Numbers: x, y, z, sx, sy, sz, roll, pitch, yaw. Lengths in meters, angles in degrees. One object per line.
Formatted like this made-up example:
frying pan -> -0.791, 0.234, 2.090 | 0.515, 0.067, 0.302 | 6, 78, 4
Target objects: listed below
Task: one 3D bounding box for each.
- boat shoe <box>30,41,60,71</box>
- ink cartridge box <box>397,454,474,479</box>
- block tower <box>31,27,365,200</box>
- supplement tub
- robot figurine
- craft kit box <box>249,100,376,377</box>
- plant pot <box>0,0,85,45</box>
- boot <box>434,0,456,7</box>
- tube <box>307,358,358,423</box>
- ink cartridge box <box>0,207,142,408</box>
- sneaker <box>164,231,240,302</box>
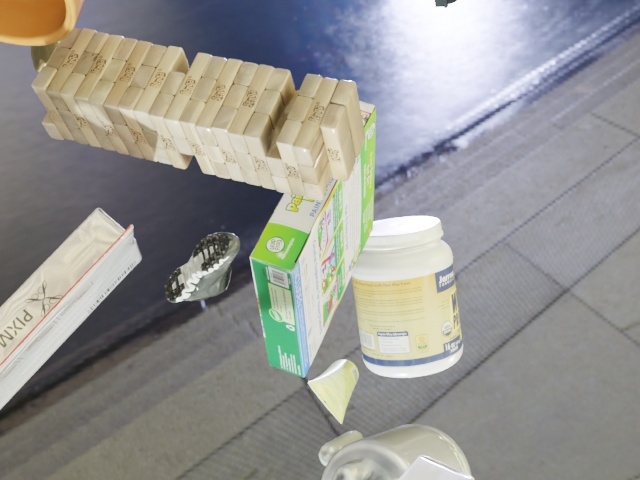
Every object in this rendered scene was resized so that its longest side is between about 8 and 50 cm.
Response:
boat shoe -> -0.400, -0.291, 1.390 | 0.049, 0.056, 0.152 | -18, 11, -28
ink cartridge box -> 0.137, 0.388, 1.084 | 0.160, 0.219, 0.092 | -42, 31, -25
block tower -> -0.130, -0.132, 0.937 | 0.335, 0.097, 0.091 | 13, 61, 17
supplement tub -> 0.187, 0.119, 2.028 | 0.228, 0.316, 0.228 | -8, 12, 2
robot figurine -> 0.134, 0.427, 1.585 | 0.300, 0.200, 0.353 | 36, 17, 28
craft kit box -> 0.000, 0.000, 1.101 | 0.061, 0.250, 0.247 | 20, 58, 15
plant pot -> -0.326, -0.351, 0.869 | 0.291, 0.291, 0.203 | 10, 69, 31
boot -> 0.127, -0.211, 0.617 | 0.099, 0.045, 0.121 | 4, 70, 12
tube -> 0.025, 0.271, 1.697 | 0.070, 0.062, 0.240 | 9, 5, 8
ink cartridge box -> -0.318, 0.091, 0.994 | 0.296, 0.066, 0.261 | -49, 1, -13
sneaker -> -0.219, 0.057, 1.888 | 0.106, 0.234, 0.078 | 11, 51, -40
